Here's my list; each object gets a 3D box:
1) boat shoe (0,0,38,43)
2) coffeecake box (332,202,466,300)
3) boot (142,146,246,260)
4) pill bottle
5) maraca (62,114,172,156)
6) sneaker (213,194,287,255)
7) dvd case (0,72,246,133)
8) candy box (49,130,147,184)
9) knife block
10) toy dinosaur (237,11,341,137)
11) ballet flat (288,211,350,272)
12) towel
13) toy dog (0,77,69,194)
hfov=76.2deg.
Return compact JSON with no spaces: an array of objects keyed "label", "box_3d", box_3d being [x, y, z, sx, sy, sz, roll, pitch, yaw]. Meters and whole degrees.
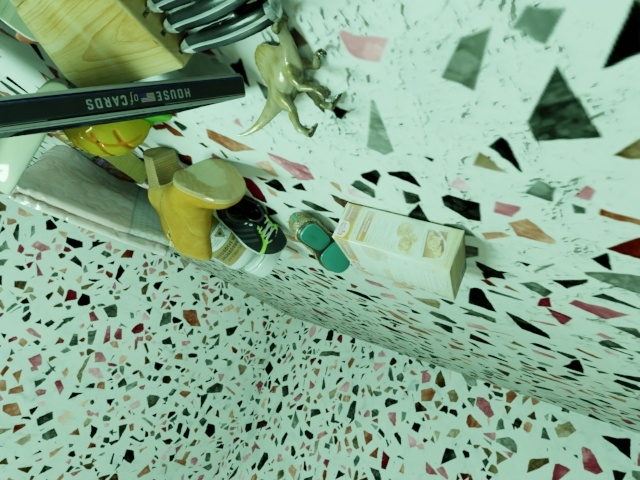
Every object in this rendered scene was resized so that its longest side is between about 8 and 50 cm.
[{"label":"boat shoe","box_3d":[-0.402,-0.294,0.490,0.043,0.049,0.137,17,167,33]},{"label":"coffeecake box","box_3d":[0.131,0.019,0.659,0.186,0.068,0.142,17,162,27]},{"label":"boot","box_3d":[-0.224,-0.046,0.763,0.295,0.104,0.211,25,134,37]},{"label":"pill bottle","box_3d":[-0.215,-0.004,0.988,0.229,0.131,0.131,33,162,-27]},{"label":"maraca","box_3d":[-0.315,-0.183,0.623,0.186,0.099,0.127,-5,-176,31]},{"label":"sneaker","box_3d":[-0.146,-0.034,0.876,0.097,0.084,0.235,5,155,48]},{"label":"dvd case","box_3d":[-0.227,-0.141,0.435,0.179,0.239,0.029,12,117,48]},{"label":"candy box","box_3d":[-0.487,-0.199,0.911,0.109,0.053,0.186,13,159,38]},{"label":"knife block","box_3d":[-0.138,-0.192,0.342,0.242,0.088,0.275,26,164,-2]},{"label":"toy dinosaur","box_3d":[-0.032,-0.151,0.411,0.093,0.053,0.183,37,154,1]},{"label":"ballet flat","box_3d":[0.000,0.000,0.834,0.067,0.073,0.206,47,178,38]},{"label":"towel","box_3d":[-0.493,-0.103,0.947,0.317,0.053,0.332,26,-167,-28]},{"label":"toy dog","box_3d":[-0.604,-0.189,0.513,0.408,0.395,0.284,31,-169,-36]}]
